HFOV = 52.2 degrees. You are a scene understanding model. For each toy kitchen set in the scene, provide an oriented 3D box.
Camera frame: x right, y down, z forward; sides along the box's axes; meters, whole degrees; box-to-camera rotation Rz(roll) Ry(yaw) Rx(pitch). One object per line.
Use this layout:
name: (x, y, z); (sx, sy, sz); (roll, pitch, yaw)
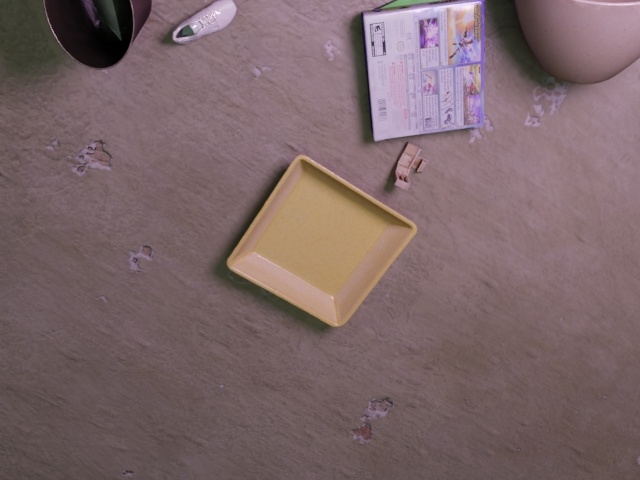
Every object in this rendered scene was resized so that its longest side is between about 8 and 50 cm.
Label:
toy kitchen set: (0.211, -0.163, 1.475); (0.068, 0.075, 0.083); (21, 117, -12)

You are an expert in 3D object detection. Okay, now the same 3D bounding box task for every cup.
cup: (0.520, -0.446, 1.251); (0.330, 0.331, 0.237); (-7, 143, 2)

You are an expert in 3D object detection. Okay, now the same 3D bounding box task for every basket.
basket: (-0.408, -0.450, 1.241); (0.154, 0.227, 0.205); (-8, 116, 2)

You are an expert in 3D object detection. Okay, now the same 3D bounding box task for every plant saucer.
plant saucer: (0.000, 0.000, 1.544); (0.332, 0.081, 0.333); (31, 110, -15)

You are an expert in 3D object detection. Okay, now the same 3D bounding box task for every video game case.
video game case: (0.220, -0.361, 1.384); (0.244, 0.061, 0.270); (-7, 119, 2)

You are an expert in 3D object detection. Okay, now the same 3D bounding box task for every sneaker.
sneaker: (-0.239, -0.444, 1.340); (0.152, 0.061, 0.054); (-28, 111, 9)

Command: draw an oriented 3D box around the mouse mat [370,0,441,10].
mouse mat: (0.202, -0.445, 1.382); (0.189, 0.007, 0.153); (-23, 114, 7)
